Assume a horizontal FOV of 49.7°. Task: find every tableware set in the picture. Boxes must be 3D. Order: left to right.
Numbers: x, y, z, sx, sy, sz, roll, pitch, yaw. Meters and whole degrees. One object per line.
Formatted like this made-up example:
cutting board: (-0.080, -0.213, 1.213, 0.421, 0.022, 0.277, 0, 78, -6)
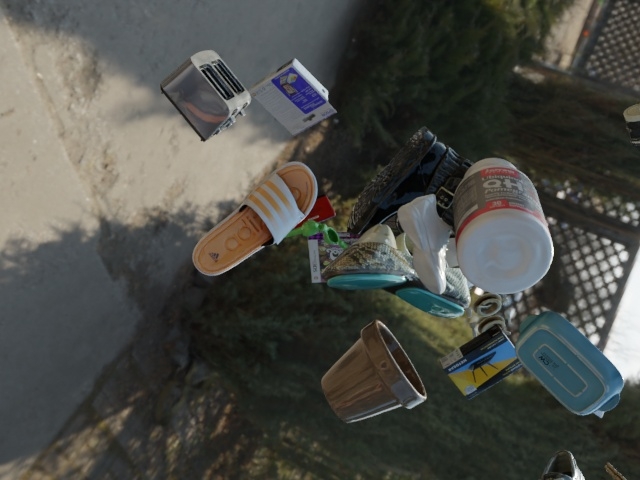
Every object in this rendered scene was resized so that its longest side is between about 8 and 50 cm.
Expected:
tableware set: (0.503, 0.228, 2.036, 0.039, 0.128, 0.194, -107, 175, -47)

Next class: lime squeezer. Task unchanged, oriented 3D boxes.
lime squeezer: (0.000, 0.000, 2.061, 0.059, 0.310, 0.110, -74, 179, -64)

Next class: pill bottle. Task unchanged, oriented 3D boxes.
pill bottle: (0.359, -0.047, 1.400, 0.318, 0.176, 0.176, -75, 179, -60)

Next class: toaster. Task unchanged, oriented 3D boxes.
toaster: (-0.258, -0.332, 1.552, 0.110, 0.186, 0.168, -36, -171, 22)

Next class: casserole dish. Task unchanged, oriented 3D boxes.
casserole dish: (0.386, 0.199, 1.094, 0.037, 0.188, 0.114, -22, 152, -46)

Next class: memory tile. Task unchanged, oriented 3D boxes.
memory tile: (0.492, 0.404, 1.046, 0.012, 0.113, 0.148, -41, -177, 2)

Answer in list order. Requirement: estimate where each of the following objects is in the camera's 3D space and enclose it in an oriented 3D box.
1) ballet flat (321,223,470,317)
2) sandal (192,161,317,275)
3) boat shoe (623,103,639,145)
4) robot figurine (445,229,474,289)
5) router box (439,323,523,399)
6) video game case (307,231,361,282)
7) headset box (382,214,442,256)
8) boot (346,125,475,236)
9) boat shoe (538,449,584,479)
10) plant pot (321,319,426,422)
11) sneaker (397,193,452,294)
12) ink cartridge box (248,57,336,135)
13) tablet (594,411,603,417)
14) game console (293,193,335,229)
ballet flat: (0.186, 0.061, 1.662, 0.482, 0.164, 0.182, 18, 64, -39)
sandal: (-0.107, -0.025, 1.198, 0.265, 0.102, 0.076, -41, -164, -1)
boat shoe: (0.687, -0.221, 1.269, 0.084, 0.233, 0.079, -42, 121, -46)
robot figurine: (0.368, 0.045, 1.979, 0.278, 0.173, 0.209, -90, 160, -70)
router box: (0.417, 0.313, 1.775, 0.179, 0.133, 0.046, -35, -155, 11)
video game case: (0.078, 0.056, 2.295, 0.042, 0.232, 0.210, -89, 176, -45)
headset box: (0.311, -0.010, 2.208, 0.246, 0.131, 0.283, -30, 116, -40)
boot: (0.257, -0.084, 1.734, 0.348, 0.260, 0.131, -48, -166, 23)
boat shoe: (0.573, 0.627, 1.693, 0.335, 0.121, 0.119, -23, 90, -64)
plant pot: (0.133, 0.387, 1.930, 0.229, 0.263, 0.263, -33, 165, 10)
sneaker: (0.231, 0.008, 1.387, 0.094, 0.080, 0.212, -30, 117, -21)
ink cartridge box: (-0.082, -0.439, 2.133, 0.208, 0.206, 0.045, 43, 48, -27)
tablet: (0.556, 0.304, 1.375, 0.083, 0.054, 0.006, -59, -167, -14)
game console: (-0.040, -0.086, 2.179, 0.144, 0.124, 0.085, -22, 156, -11)
